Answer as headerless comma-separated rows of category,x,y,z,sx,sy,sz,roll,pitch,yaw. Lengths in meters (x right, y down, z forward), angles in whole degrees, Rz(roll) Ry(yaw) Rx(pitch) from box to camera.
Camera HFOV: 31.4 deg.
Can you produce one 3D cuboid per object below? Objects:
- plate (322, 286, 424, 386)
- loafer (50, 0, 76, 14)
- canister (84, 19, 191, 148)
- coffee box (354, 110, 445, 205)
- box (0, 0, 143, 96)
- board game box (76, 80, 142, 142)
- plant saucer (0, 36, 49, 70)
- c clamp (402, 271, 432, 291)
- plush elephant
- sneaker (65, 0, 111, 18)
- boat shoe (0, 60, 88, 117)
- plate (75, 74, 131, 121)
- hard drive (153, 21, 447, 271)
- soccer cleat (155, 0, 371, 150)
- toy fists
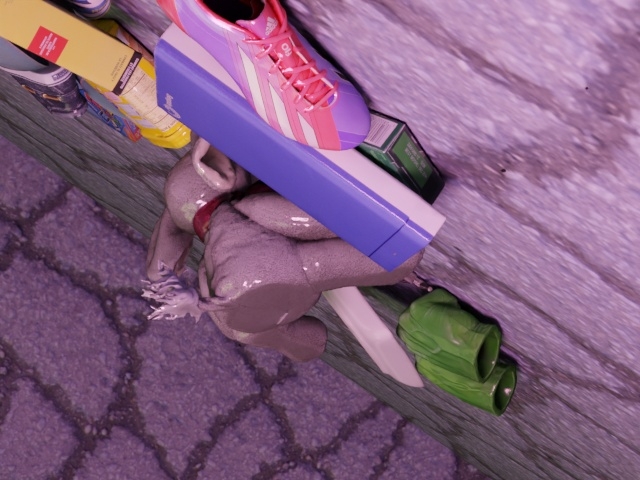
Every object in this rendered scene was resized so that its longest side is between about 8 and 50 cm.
plate,0.040,0.093,1.719,0.277,0.045,0.278,51,177,27
loafer,-0.384,-0.313,1.405,0.223,0.076,0.078,39,175,4
canister,-0.235,-0.199,1.441,0.170,0.073,0.126,43,166,-30
coffee box,0.029,-0.101,1.159,0.184,0.040,0.113,25,165,39
box,-0.310,-0.236,1.227,0.232,0.058,0.087,26,-172,-42
board game box,-0.359,-0.243,1.739,0.145,0.027,0.281,33,168,11
plant saucer,-0.480,-0.326,1.462,0.317,0.044,0.317,46,-177,-3
c clamp,0.081,0.022,1.600,0.160,0.022,0.137,34,174,-2
plush elephant,-0.092,-0.016,1.419,0.330,0.255,0.272,4,143,-33
sneaker,-0.295,-0.298,1.246,0.144,0.053,0.059,27,174,-8
boat shoe,-0.398,-0.227,1.609,0.183,0.065,0.083,29,148,44
plate,-0.273,-0.200,1.589,0.188,0.024,0.188,23,164,7
hard drive,-0.030,-0.086,1.173,0.318,0.040,0.210,36,168,0
soccer cleat,-0.042,-0.166,1.003,0.248,0.083,0.095,41,163,-20
toy fists,0.196,0.157,1.642,0.142,0.096,0.279,22,163,26
